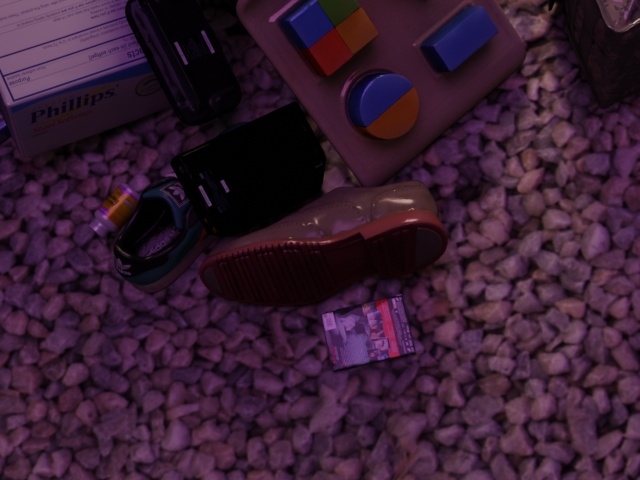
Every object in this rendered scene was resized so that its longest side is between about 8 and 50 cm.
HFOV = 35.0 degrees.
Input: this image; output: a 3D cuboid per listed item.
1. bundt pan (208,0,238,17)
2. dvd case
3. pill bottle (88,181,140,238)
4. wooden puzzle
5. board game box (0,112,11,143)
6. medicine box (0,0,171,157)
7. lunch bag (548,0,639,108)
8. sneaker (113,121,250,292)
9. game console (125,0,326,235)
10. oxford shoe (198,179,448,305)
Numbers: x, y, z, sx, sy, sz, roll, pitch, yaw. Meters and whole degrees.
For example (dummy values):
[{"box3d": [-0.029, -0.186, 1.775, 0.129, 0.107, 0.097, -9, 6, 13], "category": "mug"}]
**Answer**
[{"box3d": [-0.143, -0.409, 1.476, 0.330, 0.331, 0.124, 27, 94, 14], "category": "bundt pan"}, {"box3d": [0.066, 0.130, 1.418, 0.119, 0.013, 0.087, -13, 71, 1], "category": "dvd case"}, {"box3d": [-0.304, -0.043, 1.501, 0.043, 0.043, 0.083, 37, 79, 16], "category": "pill bottle"}, {"box3d": [0.104, -0.285, 1.406, 0.322, 0.080, 0.348, -41, 115, -8], "category": "wooden puzzle"}, {"box3d": [-0.502, -0.234, 1.593, 0.201, 0.035, 0.136, -39, 72, -7], "category": "board game box"}, {"box3d": [-0.380, -0.311, 1.513, 0.263, 0.149, 0.289, -23, 70, -18], "category": "medicine box"}, {"box3d": [0.411, -0.374, 1.428, 0.168, 0.235, 0.287, -19, 71, 3], "category": "lunch bag"}, {"box3d": [-0.179, -0.060, 1.452, 0.108, 0.121, 0.302, 35, 78, 16], "category": "sneaker"}, {"box3d": [-0.142, -0.197, 1.433, 0.213, 0.044, 0.361, -28, 93, -30], "category": "game console"}, {"box3d": [0.000, 0.000, 1.435, 0.348, 0.123, 0.130, -10, 45, 4], "category": "oxford shoe"}]
